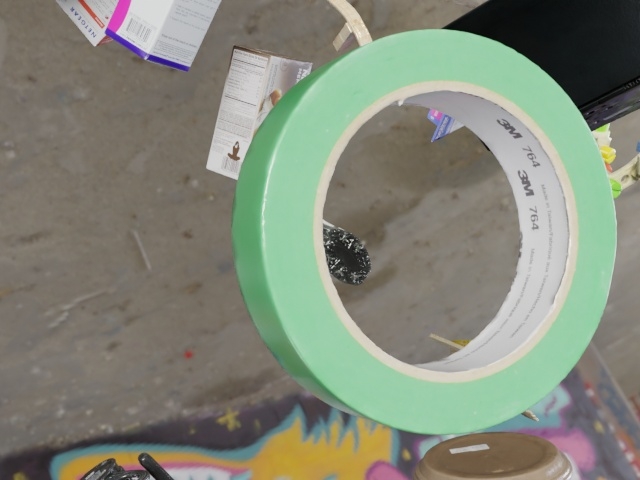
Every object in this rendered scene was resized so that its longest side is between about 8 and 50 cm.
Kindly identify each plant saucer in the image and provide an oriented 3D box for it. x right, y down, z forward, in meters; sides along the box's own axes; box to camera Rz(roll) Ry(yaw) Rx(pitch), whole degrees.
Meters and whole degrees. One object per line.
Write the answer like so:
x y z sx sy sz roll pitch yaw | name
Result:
0.299 0.392 1.725 0.278 0.041 0.278 -7 -173 1 | plant saucer

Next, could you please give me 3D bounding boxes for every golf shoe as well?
0.000 0.000 1.629 0.077 0.198 0.094 -53 -158 -7 | golf shoe

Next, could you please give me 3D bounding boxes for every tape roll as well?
0.091 -0.007 0.804 0.321 0.321 0.077 -16 -176 -22 | tape roll

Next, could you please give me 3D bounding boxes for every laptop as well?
0.280 -0.203 1.105 0.234 0.136 0.264 -26 170 32 | laptop

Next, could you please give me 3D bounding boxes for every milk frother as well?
-0.250 0.364 1.303 0.129 0.134 0.143 -37 -168 2 | milk frother

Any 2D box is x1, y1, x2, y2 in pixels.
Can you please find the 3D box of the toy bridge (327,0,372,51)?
0.038 -0.275 1.311 0.026 0.188 0.063 -25 173 -22 | toy bridge

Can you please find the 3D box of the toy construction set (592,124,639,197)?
0.482 -0.142 1.722 0.215 0.151 0.328 0 -169 -22 | toy construction set

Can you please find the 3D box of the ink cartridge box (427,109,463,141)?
0.297 -0.301 1.720 0.311 0.065 0.185 -32 153 -40 | ink cartridge box

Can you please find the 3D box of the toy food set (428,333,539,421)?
0.258 0.197 1.509 0.038 0.132 0.192 -52 126 -13 | toy food set

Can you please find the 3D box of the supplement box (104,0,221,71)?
-0.240 -0.405 1.607 0.114 0.111 0.220 4 117 -58 | supplement box

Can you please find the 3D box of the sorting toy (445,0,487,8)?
0.333 -0.424 1.408 0.256 0.257 0.089 -32 120 -13 | sorting toy

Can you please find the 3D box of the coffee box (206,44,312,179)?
-0.118 -0.244 1.915 0.141 0.098 0.246 -4 112 -57 | coffee box

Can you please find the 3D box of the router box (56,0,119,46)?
-0.491 -0.650 2.144 0.301 0.335 0.082 -37 -176 27 | router box
